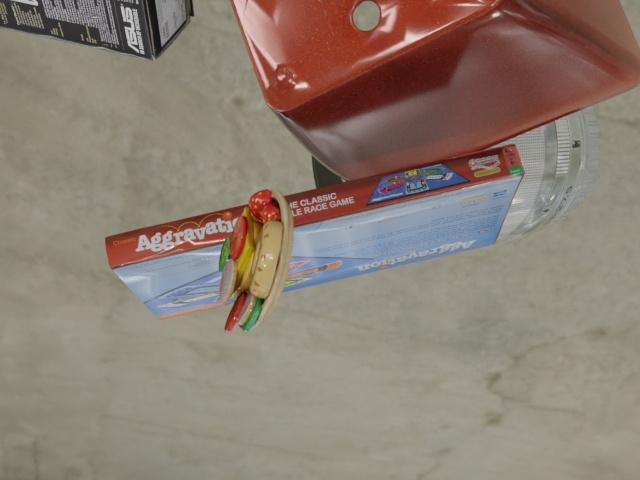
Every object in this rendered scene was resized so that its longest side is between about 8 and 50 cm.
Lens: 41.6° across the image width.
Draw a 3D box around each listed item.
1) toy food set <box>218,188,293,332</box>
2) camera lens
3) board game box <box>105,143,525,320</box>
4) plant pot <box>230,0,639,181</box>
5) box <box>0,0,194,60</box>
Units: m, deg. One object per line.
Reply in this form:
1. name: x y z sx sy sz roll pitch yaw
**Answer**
1. toy food set: -0.037 0.012 0.466 0.020 0.083 0.082 13 128 -20
2. camera lens: 0.144 -0.100 0.942 0.274 0.219 0.219 -8 157 -33
3. board game box: 0.000 0.000 0.624 0.282 0.027 0.145 -13 159 -2
4. plant pot: 0.061 -0.203 0.650 0.267 0.267 0.236 -22 173 27
5. box: -0.230 -0.295 0.606 0.243 0.076 0.307 14 138 13
